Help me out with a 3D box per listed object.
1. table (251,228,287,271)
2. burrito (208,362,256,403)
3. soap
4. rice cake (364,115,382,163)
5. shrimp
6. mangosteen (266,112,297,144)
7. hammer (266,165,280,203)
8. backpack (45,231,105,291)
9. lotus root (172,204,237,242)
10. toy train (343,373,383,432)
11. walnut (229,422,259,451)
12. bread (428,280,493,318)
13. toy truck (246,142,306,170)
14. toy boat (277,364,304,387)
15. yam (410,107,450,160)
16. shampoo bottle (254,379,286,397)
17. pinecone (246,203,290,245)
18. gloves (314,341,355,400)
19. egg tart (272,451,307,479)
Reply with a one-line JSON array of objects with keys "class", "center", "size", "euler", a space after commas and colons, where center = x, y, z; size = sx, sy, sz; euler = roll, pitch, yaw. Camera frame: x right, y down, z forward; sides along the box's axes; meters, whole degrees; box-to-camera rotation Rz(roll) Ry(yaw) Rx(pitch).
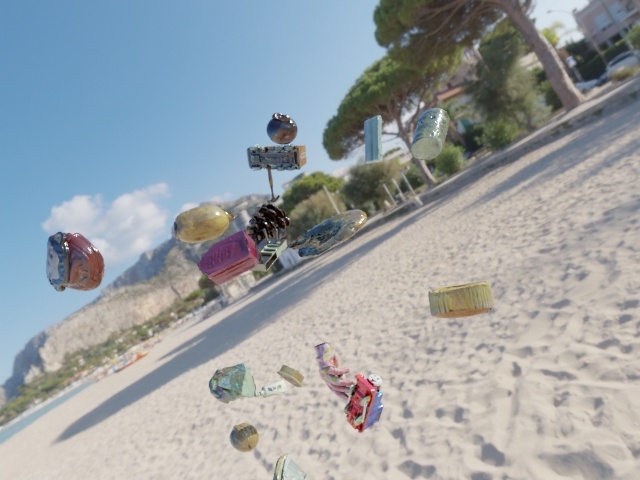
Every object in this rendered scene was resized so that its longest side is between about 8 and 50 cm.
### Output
[{"class": "table", "center": [-0.263, 0.035, 1.937], "size": [0.122, 0.111, 0.240], "euler": [2, 28, 20]}, {"class": "burrito", "center": [-0.336, 0.541, 1.564], "size": [0.089, 0.143, 0.229], "euler": [-34, -22, 12]}, {"class": "soap", "center": [-0.398, 0.084, 1.783], "size": [0.250, 0.162, 0.099], "euler": [-28, -36, 5]}, {"class": "rice cake", "center": [0.233, -0.442, 1.839], "size": [0.085, 0.226, 0.040], "euler": [-14, -22, 42]}, {"class": "shrimp", "center": [0.000, 0.000, 1.642], "size": [0.445, 0.085, 0.272], "euler": [-18, 23, 49]}, {"class": "mangosteen", "center": [-0.182, -0.535, 1.980], "size": [0.153, 0.152, 0.152], "euler": [-30, 0, 0]}, {"class": "hammer", "center": [-0.258, -0.299, 2.208], "size": [0.078, 0.200, 0.021], "euler": [-21, 28, -34]}, {"class": "backpack", "center": [-0.839, 0.080, 1.437], "size": [0.229, 0.229, 0.139], "euler": [-30, -1, 28]}, {"class": "lotus root", "center": [-0.368, -0.059, 1.344], "size": [0.221, 0.125, 0.118], "euler": [-19, -40, -25]}, {"class": "toy train", "center": [0.150, 0.532, 1.382], "size": [0.131, 0.083, 0.203], "euler": [-11, -57, -37]}, {"class": "walnut", "center": [-0.287, 0.735, 1.555], "size": [0.105, 0.105, 0.125], "euler": [-30, 22, -29]}, {"class": "bread", "center": [0.568, 0.247, 1.697], "size": [0.250, 0.133, 0.179], "euler": [-12, -9, 12]}, {"class": "toy truck", "center": [-0.230, -0.453, 2.232], "size": [0.306, 0.136, 0.162], "euler": [4, 22, 19]}, {"class": "toy boat", "center": [-0.152, 0.759, 2.315], "size": [0.116, 0.188, 0.061], "euler": [11, 59, 32]}, {"class": "yam", "center": [0.370, -0.355, 1.405], "size": [0.107, 0.107, 0.194], "euler": [-31, 26, 46]}, {"class": "shampoo bottle", "center": [-0.184, 0.552, 1.525], "size": [0.034, 0.048, 0.141], "euler": [-10, -9, 44]}, {"class": "pinecone", "center": [-0.311, -0.086, 2.443], "size": [0.244, 0.244, 0.309], "euler": [-31, 21, 44]}, {"class": "gloves", "center": [0.052, 0.542, 1.702], "size": [0.126, 0.241, 0.145], "euler": [-10, -23, -20]}, {"class": "egg tart", "center": [-0.086, 0.737, 1.194], "size": [0.095, 0.233, 0.234], "euler": [0, 3, 6]}]
